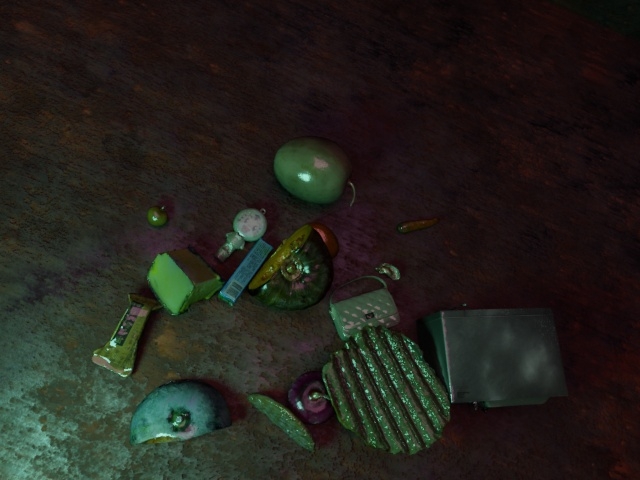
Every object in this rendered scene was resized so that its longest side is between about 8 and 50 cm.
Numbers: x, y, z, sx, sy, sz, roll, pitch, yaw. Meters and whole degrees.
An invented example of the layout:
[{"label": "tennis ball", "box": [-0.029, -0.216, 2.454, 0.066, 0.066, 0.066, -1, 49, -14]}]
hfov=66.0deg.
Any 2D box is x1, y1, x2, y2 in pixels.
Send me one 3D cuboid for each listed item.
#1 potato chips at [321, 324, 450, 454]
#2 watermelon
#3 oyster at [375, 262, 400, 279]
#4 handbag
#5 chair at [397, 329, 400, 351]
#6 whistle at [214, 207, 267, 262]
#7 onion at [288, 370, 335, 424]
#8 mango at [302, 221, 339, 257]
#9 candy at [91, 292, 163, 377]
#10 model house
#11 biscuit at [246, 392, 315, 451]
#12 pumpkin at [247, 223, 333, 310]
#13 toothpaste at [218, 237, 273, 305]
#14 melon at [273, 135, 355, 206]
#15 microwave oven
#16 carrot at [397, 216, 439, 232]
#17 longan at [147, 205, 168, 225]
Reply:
[{"label": "potato chips", "box": [0.211, 0.487, 1.596, 0.359, 0.070, 0.429, -25, 75, -15]}, {"label": "watermelon", "box": [-0.457, 0.537, 1.563, 0.322, 0.175, 0.188, -10, 75, -15]}, {"label": "oyster", "box": [0.265, 0.121, 1.920, 0.081, 0.038, 0.083, -24, 107, 8]}, {"label": "handbag", "box": [0.157, 0.242, 1.830, 0.256, 0.079, 0.219, -14, 72, -16]}, {"label": "chair", "box": [0.216, 0.461, 1.724, 0.173, 0.158, 0.246, -12, 74, -11]}, {"label": "whistle", "box": [-0.293, -0.023, 1.838, 0.126, 0.067, 0.258, 41, 74, -2]}, {"label": "onion", "box": [-0.022, 0.529, 1.663, 0.177, 0.153, 0.177, -12, 59, 20]}, {"label": "mango", "box": [0.001, -0.007, 1.873, 0.165, 0.089, 0.115, 23, 72, -5]}, {"label": "candy", "box": [-0.644, 0.310, 1.647, 0.143, 0.101, 0.271, 25, 76, -8]}, {"label": "model house", "box": [-0.458, 0.128, 1.723, 0.194, 0.170, 0.211, 41, 27, 18]}, {"label": "biscuit", "box": [-0.115, 0.589, 1.631, 0.290, 0.141, 0.038, 39, 53, 6]}, {"label": "pumpkin", "box": [-0.083, 0.126, 1.766, 0.325, 0.242, 0.232, -44, 112, -2]}, {"label": "toothpaste", "box": [-0.266, 0.111, 1.772, 0.065, 0.050, 0.266, 35, 57, -4]}, {"label": "melon", "box": [-0.022, -0.268, 1.868, 0.308, 0.272, 0.271, 9, 71, -16]}, {"label": "microwave oven", "box": [0.603, 0.421, 1.767, 0.432, 0.236, 0.374, 1, 72, -10]}, {"label": "carrot", "box": [0.401, -0.067, 1.992, 0.191, 0.047, 0.047, -12, 75, -15]}, {"label": "longan", "box": [-0.589, -0.093, 1.796, 0.075, 0.075, 0.083, 45, 105, 6]}]
